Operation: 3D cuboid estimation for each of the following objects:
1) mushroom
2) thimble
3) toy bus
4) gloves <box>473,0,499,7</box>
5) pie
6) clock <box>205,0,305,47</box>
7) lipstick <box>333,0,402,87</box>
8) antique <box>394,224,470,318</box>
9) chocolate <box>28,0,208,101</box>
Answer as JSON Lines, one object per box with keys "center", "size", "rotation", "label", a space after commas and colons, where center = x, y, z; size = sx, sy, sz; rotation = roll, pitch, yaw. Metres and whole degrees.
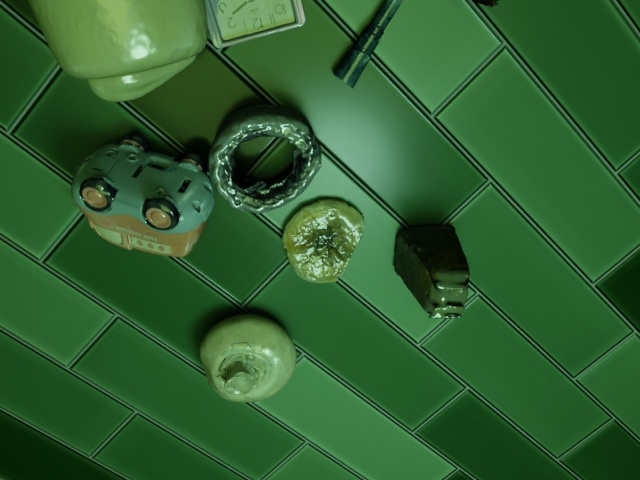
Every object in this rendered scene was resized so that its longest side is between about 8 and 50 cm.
{"center": [-0.187, 0.306, 1.399], "size": [0.246, 0.202, 0.246], "rotation": [2, 111, 5], "label": "mushroom"}
{"center": [-0.120, -0.178, 1.210], "size": [0.245, 0.157, 0.217], "rotation": [-20, 115, 3], "label": "thimble"}
{"center": [-0.375, -0.077, 1.211], "size": [0.287, 0.194, 0.232], "rotation": [15, 137, 1], "label": "toy bus"}
{"center": [0.267, -0.588, 1.050], "size": [0.135, 0.210, 0.312], "rotation": [-28, 107, -9], "label": "gloves"}
{"center": [0.000, -0.001, 1.359], "size": [0.185, 0.052, 0.218], "rotation": [19, 109, -7], "label": "pie"}
{"center": [-0.140, -0.486, 1.122], "size": [0.197, 0.063, 0.150], "rotation": [-14, 115, 2], "label": "clock"}
{"center": [0.114, -0.435, 1.175], "size": [0.053, 0.053, 0.234], "rotation": [31, 106, -17], "label": "lipstick"}
{"center": [0.268, 0.071, 1.287], "size": [0.150, 0.284, 0.125], "rotation": [-1, 114, -3], "label": "antique"}
{"center": [-0.336, -0.419, 0.994], "size": [0.326, 0.314, 0.297], "rotation": [-8, 116, 30], "label": "chocolate"}
